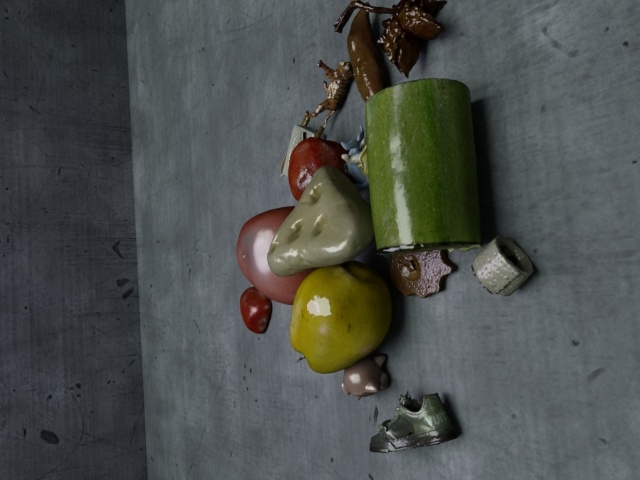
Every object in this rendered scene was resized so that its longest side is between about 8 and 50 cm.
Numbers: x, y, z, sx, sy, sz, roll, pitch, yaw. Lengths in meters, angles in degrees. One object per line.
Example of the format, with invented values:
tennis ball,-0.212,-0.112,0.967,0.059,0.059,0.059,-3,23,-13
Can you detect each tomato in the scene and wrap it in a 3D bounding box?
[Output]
tomato,-0.124,0.051,1.792,0.341,0.272,0.342,0,90,52
tomato,-0.271,0.270,2.142,0.174,0.082,0.167,42,123,41

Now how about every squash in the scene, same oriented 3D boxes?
squash,0.242,-0.155,1.317,0.263,0.262,0.385,-13,77,52

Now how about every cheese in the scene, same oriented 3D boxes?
cheese,0.000,0.000,1.472,0.351,0.129,0.328,-56,33,11

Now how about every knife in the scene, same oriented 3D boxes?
knife,-0.097,-0.332,1.956,0.046,0.022,0.256,55,131,31

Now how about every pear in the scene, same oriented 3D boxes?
pear,0.053,0.218,1.548,0.284,0.284,0.337,8,78,52

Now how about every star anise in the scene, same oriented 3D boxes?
star anise,0.189,-0.564,1.462,0.346,0.148,0.238,19,91,30

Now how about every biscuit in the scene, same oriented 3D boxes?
biscuit,0.274,0.066,1.472,0.215,0.034,0.183,8,98,50

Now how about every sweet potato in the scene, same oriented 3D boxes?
sweet potato,0.135,-0.505,1.593,0.106,0.095,0.355,-20,76,47

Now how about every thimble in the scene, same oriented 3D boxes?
thimble,0.410,0.059,1.240,0.090,0.102,0.115,-54,34,37

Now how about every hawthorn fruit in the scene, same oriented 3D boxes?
hawthorn fruit,-0.002,-0.231,1.698,0.205,0.205,0.254,-22,63,50

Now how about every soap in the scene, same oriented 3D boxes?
soap,-0.057,-0.291,1.871,0.121,0.063,0.183,35,118,44

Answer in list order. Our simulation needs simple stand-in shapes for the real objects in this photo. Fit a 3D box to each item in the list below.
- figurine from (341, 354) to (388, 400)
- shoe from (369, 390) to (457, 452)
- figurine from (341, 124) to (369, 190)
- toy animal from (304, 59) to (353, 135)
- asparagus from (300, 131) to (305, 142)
figurine,0.129,0.399,1.605,0.138,0.125,0.125,-22,73,37
shoe,0.233,0.486,1.480,0.292,0.109,0.149,-31,62,45
figurine,0.143,-0.214,1.545,0.183,0.128,0.209,-2,128,52
toy animal,0.036,-0.453,1.739,0.116,0.114,0.255,25,119,14
asparagus,-0.061,-0.295,1.814,0.015,0.018,0.127,-145,58,-78
